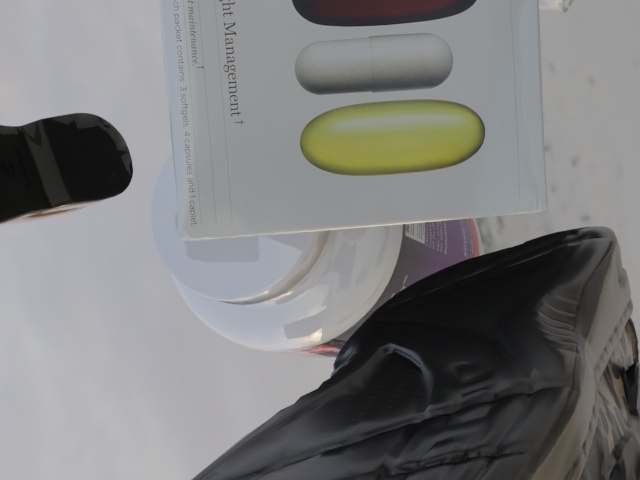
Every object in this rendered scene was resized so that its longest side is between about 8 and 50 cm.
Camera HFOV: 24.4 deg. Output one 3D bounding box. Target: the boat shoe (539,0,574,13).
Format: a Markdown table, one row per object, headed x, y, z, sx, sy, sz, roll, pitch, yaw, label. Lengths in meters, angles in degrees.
| x | y | z | sx | sy | sz | roll | pitch | yaw | label |
| --- | --- | --- | --- | --- | --- | --- | --- | --- | --- |
| 0.172 | -0.309 | 1.009 | 0.109 | 0.094 | 0.302 | -2 | -73 | -79 | boat shoe |

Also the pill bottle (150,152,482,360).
| x | y | z | sx | sy | sz | roll | pitch | yaw | label |
| --- | --- | --- | --- | --- | --- | --- | --- | --- | --- |
| 0.000 | 0.000 | 1.129 | 0.323 | 0.181 | 0.181 | 18 | -127 | -67 | pill bottle |

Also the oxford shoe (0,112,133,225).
| x | y | z | sx | sy | sz | roll | pitch | yaw | label |
| --- | --- | --- | --- | --- | --- | --- | --- | --- | --- |
| -0.208 | -0.032 | 0.842 | 0.212 | 0.076 | 0.076 | 0 | -108 | -50 | oxford shoe |

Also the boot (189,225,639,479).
| x | y | z | sx | sy | sz | roll | pitch | yaw | label |
| --- | --- | --- | --- | --- | --- | --- | --- | --- | --- |
| 0.073 | 0.174 | 0.511 | 0.284 | 0.138 | 0.377 | 69 | -157 | -10 | boot |

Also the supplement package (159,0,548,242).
| x | y | z | sx | sy | sz | roll | pitch | yaw | label |
| --- | --- | --- | --- | --- | --- | --- | --- | --- | --- |
| 0.012 | -0.110 | 0.846 | 0.149 | 0.203 | 0.194 | -121 | 26 | -79 | supplement package |
